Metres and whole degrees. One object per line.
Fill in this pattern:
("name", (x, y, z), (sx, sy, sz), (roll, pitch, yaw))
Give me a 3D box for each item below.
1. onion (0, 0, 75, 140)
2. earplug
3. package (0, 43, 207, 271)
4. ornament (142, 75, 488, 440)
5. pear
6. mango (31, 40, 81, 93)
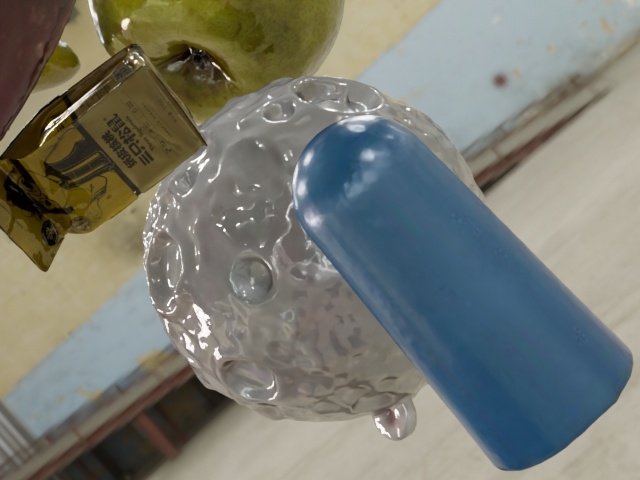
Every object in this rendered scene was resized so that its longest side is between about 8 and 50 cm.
("onion", (-0.262, -0.204, 0.655), (0.282, 0.260, 0.336), (-21, 56, 41))
("earplug", (0.088, 0.025, 0.916), (0.132, 0.273, 0.132), (-41, 8, 7))
("package", (-0.138, -0.050, 0.755), (0.131, 0.071, 0.047), (-40, 39, 0))
("ornament", (0.000, 0.000, 1.211), (0.337, 0.337, 0.337), (-41, 2, 2))
("pear", (-0.113, -0.300, 1.488), (0.304, 0.304, 0.304), (-41, 2, 2))
("mango", (-0.382, -0.206, 1.466), (0.191, 0.085, 0.122), (-7, -6, 16))
